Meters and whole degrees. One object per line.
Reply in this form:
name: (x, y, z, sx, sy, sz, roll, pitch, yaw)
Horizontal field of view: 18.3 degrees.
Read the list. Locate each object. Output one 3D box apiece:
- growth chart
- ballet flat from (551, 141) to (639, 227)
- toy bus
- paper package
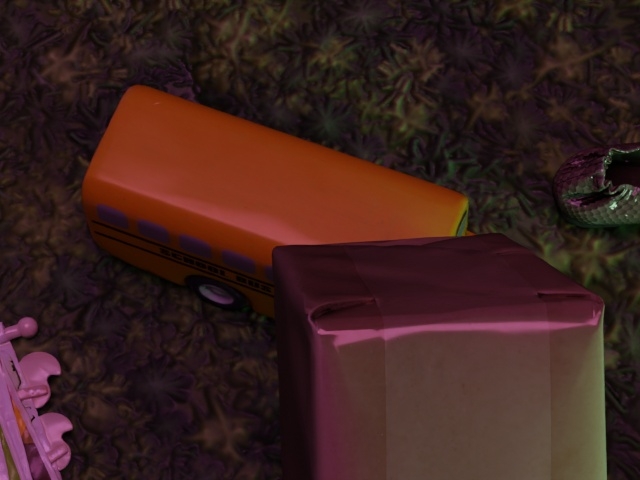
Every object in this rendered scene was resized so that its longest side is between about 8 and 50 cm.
growth chart: (-0.261, 0.174, 1.441, 0.172, 0.021, 0.237, -10, 65, -4)
ballet flat: (0.302, -0.055, 1.521, 0.250, 0.058, 0.084, -5, 65, -2)
toy bus: (0.000, 0.000, 1.459, 0.332, 0.130, 0.108, 19, 66, 10)
paper package: (0.065, 0.173, 1.224, 0.168, 0.309, 0.325, -4, 98, -6)
